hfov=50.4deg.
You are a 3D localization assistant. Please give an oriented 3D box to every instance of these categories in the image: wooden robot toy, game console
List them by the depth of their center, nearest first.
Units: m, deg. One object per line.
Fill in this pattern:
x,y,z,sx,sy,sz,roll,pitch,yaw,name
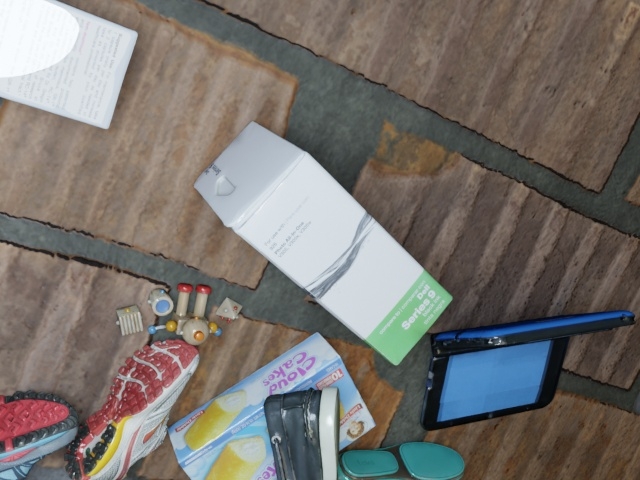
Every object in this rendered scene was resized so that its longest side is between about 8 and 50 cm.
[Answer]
-0.176,0.103,0.896,0.173,0.079,0.076,5,106,-26,wooden robot toy
0.338,0.220,1.124,0.293,0.250,0.173,-5,83,-23,game console

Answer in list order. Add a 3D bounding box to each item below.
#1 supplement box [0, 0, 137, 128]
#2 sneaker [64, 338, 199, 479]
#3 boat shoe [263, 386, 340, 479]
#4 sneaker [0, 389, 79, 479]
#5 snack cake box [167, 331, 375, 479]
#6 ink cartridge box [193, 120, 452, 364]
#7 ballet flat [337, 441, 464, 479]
-0.318,-0.208,0.704,0.220,0.111,0.114,14,102,-27,supplement box
-0.243,0.229,0.920,0.225,0.088,0.093,-49,140,-1,sneaker
-0.033,0.348,0.932,0.113,0.127,0.340,3,118,5,boat shoe
-0.419,0.284,0.852,0.261,0.104,0.125,-22,125,-7,sneaker
-0.068,0.275,1.000,0.264,0.089,0.152,-32,117,-11,snack cake box
0.000,0.000,0.863,0.121,0.211,0.289,-48,120,-1,ink cartridge box
0.123,0.391,1.143,0.247,0.083,0.087,7,129,-26,ballet flat
